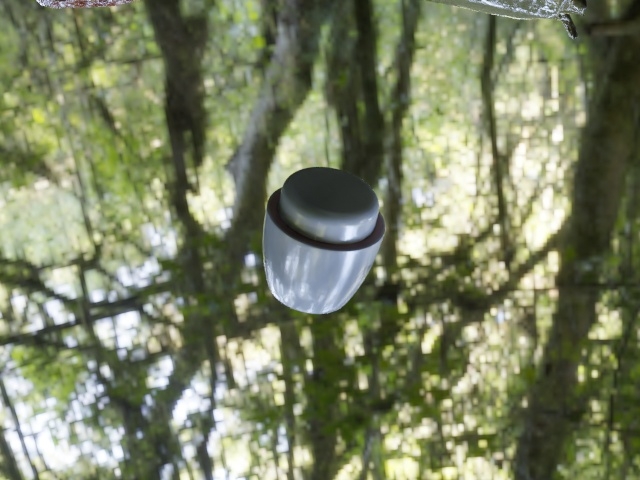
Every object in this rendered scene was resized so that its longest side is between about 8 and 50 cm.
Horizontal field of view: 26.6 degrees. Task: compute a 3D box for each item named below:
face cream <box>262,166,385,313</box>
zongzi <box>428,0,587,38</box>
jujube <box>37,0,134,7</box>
[{"bbox_3d":[0.000,0.000,1.027,0.091,0.095,0.091,9,-146,-6],"label":"face cream"},{"bbox_3d":[0.008,-0.345,0.796,0.418,0.181,0.447,15,-103,17],"label":"zongzi"},{"bbox_3d":[-0.186,-0.309,1.296,0.236,0.168,0.168,-22,-151,15],"label":"jujube"}]
